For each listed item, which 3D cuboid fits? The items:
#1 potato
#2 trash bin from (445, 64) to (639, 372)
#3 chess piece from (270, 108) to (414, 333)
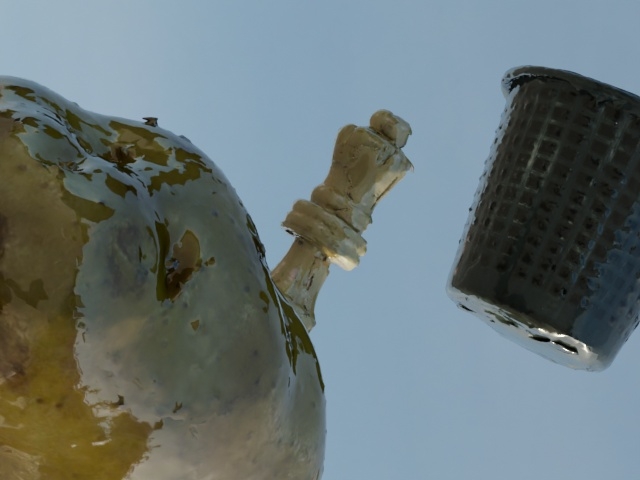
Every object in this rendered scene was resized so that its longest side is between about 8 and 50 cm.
[{"bbox_3d":[-0.100,0.091,0.631,0.176,0.195,0.369,-125,-157,-48],"label":"potato"},{"bbox_3d":[0.165,-0.007,0.988,0.175,0.175,0.161,17,-104,53],"label":"trash bin"},{"bbox_3d":[0.000,0.000,0.851,0.060,0.060,0.172,20,-105,53],"label":"chess piece"}]
